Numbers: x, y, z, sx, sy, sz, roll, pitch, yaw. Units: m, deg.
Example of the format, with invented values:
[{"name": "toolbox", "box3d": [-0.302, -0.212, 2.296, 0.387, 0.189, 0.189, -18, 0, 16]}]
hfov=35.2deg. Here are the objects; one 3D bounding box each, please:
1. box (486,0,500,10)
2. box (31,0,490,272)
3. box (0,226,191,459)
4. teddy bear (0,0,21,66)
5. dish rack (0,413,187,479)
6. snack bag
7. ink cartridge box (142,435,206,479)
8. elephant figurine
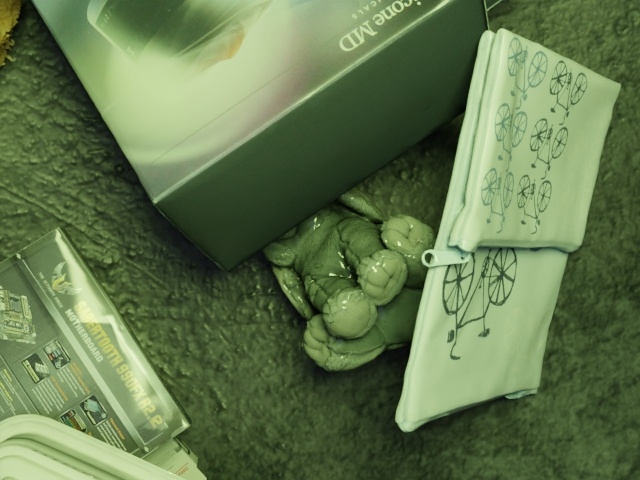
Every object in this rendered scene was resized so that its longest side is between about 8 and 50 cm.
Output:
[{"name": "box", "box3d": [0.118, -0.288, 0.932, 0.093, 0.156, 0.158, -37, 99, 1]}, {"name": "box", "box3d": [-0.055, -0.188, 0.858, 0.296, 0.182, 0.294, -35, 67, 0]}, {"name": "box", "box3d": [-0.261, 0.130, 0.960, 0.183, 0.056, 0.231, -34, 90, -8]}, {"name": "teddy bear", "box3d": [-0.364, -0.122, 0.849, 0.113, 0.245, 0.337, -5, 70, 25]}, {"name": "dish rack", "box3d": [-0.227, 0.348, 0.874, 0.286, 0.072, 0.332, 24, 90, 3]}, {"name": "snack bag", "box3d": [0.180, 0.002, 0.917, 0.037, 0.323, 0.342, 17, 97, 30]}, {"name": "ink cartridge box", "box3d": [-0.160, 0.226, 1.041, 0.048, 0.028, 0.083, -39, 99, 1]}, {"name": "elephant figurine", "box3d": [0.000, 0.000, 0.973, 0.169, 0.239, 0.186, -32, 140, -25]}]
